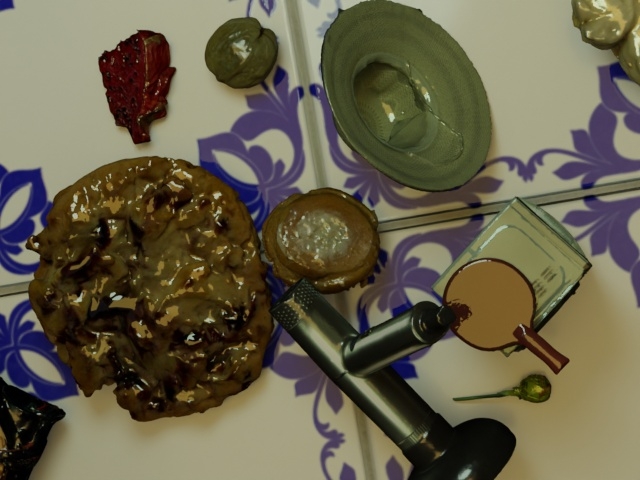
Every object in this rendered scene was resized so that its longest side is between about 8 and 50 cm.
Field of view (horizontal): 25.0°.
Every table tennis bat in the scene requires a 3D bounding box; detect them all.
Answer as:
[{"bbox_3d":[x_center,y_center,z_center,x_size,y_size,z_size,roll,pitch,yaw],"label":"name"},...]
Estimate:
[{"bbox_3d":[0.200,0.086,1.540,0.154,0.019,0.098,41,96,8],"label":"table tennis bat"}]

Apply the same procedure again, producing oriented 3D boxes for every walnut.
[{"bbox_3d":[-0.096,-0.228,1.758,0.092,0.092,0.092,0,91,8],"label":"walnut"}]

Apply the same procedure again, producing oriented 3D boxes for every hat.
[{"bbox_3d":[0.074,-0.155,1.710,0.110,0.252,0.252,-32,86,49],"label":"hat"}]

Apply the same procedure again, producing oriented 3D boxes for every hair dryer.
[{"bbox_3d":[0.095,0.178,1.597,0.156,0.284,0.320,-45,103,-11],"label":"hair dryer"}]

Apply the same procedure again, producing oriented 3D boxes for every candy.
[{"bbox_3d":[0.220,0.186,1.749,0.123,0.035,0.035,-11,79,17],"label":"candy"}]

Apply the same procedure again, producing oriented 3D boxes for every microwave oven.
[{"bbox_3d":[0.221,0.041,1.651,0.122,0.208,0.162,42,97,6],"label":"microwave oven"}]

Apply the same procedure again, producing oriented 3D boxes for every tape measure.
[{"bbox_3d":[-0.454,0.253,1.790,0.223,0.135,0.202,23,95,-5],"label":"tape measure"}]

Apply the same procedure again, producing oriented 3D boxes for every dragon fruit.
[{"bbox_3d":[-0.214,-0.190,1.798,0.097,0.063,0.131,-16,89,41],"label":"dragon fruit"}]

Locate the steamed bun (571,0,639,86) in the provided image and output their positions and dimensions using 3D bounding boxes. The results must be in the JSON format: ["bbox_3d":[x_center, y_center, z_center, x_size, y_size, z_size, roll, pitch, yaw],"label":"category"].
[{"bbox_3d":[0.431,-0.294,1.655,0.295,0.137,0.292,-39,85,1],"label":"steamed bun"}]

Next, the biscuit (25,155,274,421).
[{"bbox_3d":[-0.203,0.066,1.734,0.289,0.081,0.334,-19,106,2],"label":"biscuit"}]

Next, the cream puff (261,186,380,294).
[{"bbox_3d":[-0.001,0.004,1.734,0.144,0.103,0.126,10,76,-10],"label":"cream puff"}]
